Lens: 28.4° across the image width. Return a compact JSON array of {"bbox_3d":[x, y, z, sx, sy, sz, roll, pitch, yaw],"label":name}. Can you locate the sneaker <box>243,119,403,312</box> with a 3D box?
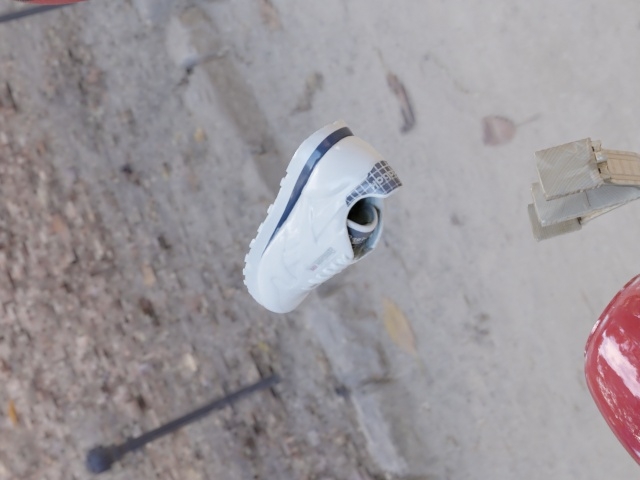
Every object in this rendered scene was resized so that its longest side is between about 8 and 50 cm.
[{"bbox_3d":[0.000,0.000,1.180,0.095,0.090,0.235,39,137,15],"label":"sneaker"}]

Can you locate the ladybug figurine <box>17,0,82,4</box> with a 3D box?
[{"bbox_3d":[-0.281,-0.320,0.886,0.449,0.162,0.305,41,-167,-18],"label":"ladybug figurine"}]

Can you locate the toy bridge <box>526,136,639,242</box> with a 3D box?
[{"bbox_3d":[0.149,-0.028,0.700,0.188,0.063,0.026,44,-149,-79],"label":"toy bridge"}]

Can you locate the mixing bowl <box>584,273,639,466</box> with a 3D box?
[{"bbox_3d":[0.274,0.088,0.999,0.098,0.181,0.181,36,139,28],"label":"mixing bowl"}]
